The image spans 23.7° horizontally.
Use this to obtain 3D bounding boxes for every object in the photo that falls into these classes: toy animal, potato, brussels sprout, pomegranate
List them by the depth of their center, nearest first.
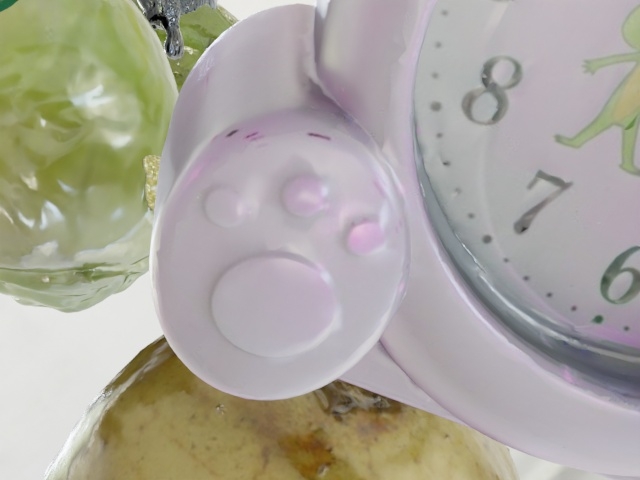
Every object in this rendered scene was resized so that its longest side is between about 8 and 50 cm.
[{"bbox_3d":[-0.024,0.165,0.849,0.281,0.281,0.281,-20,-141,17],"label":"pomegranate"},{"bbox_3d":[-0.244,-0.094,1.224,0.242,0.316,0.274,-5,-111,57],"label":"brussels sprout"},{"bbox_3d":[-0.146,-0.222,1.381,0.062,0.220,0.108,13,-86,21],"label":"toy animal"},{"bbox_3d":[-0.139,-0.191,1.745,0.186,0.253,0.148,-12,-136,33],"label":"potato"}]

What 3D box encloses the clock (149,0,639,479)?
[{"bbox_3d":[0.128,-0.064,0.444,0.113,0.295,0.322,-91,-154,-61],"label":"clock"}]

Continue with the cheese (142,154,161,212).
[{"bbox_3d":[0.000,0.000,1.068,0.069,0.270,0.177,-58,-152,30],"label":"cheese"}]

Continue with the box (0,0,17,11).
[{"bbox_3d":[-0.318,-0.194,0.885,0.336,0.106,0.264,-24,168,-25],"label":"box"}]
